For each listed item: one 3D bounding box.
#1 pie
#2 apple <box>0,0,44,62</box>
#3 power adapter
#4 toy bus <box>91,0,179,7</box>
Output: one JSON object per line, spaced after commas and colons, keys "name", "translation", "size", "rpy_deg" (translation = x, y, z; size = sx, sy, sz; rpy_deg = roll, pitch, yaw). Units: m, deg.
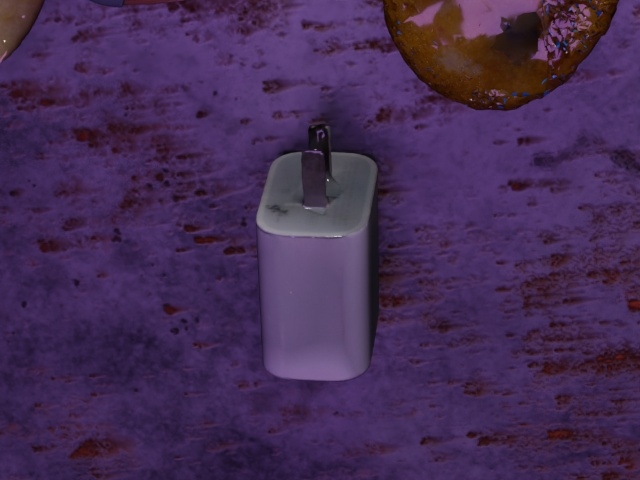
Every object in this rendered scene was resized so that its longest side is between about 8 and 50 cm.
{"name": "pie", "translation": [0.184, -0.259, 1.931], "size": [0.273, 0.069, 0.273], "rpy_deg": [4, 123, 6]}
{"name": "apple", "translation": [-0.434, -0.297, 1.932], "size": [0.293, 0.163, 0.251], "rpy_deg": [20, 92, -20]}
{"name": "power adapter", "translation": [0.000, 0.000, 2.042], "size": [0.124, 0.187, 0.255], "rpy_deg": [2, 120, 5]}
{"name": "toy bus", "translation": [-0.155, -0.367, 1.847], "size": [0.232, 0.194, 0.287], "rpy_deg": [4, 121, -4]}
